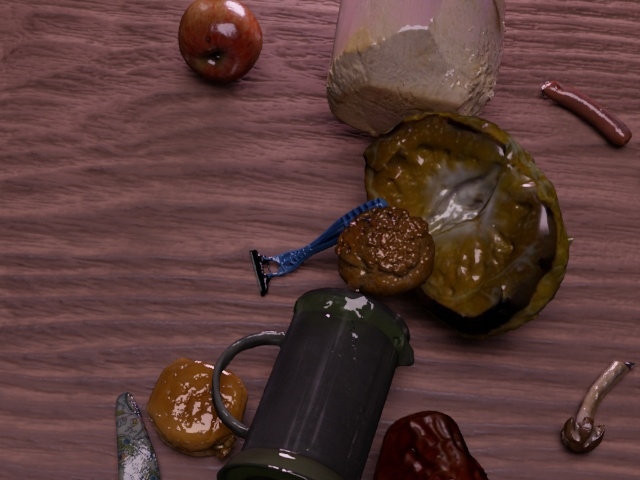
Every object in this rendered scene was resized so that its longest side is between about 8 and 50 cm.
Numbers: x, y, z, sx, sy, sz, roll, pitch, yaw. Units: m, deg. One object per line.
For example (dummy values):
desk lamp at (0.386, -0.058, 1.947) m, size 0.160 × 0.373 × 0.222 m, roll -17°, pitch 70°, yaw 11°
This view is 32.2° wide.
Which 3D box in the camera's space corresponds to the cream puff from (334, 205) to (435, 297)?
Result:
cream puff at (0.096, 0.009, 1.624) m, size 0.150 × 0.115 × 0.165 m, roll -13°, pitch 24°, yaw -15°

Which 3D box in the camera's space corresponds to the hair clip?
hair clip at (-0.273, 0.330, 1.636) m, size 0.066 × 0.036 × 0.229 m, roll -7°, pitch 66°, yaw -14°

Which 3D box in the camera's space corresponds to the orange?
orange at (0.246, -0.036, 1.726) m, size 0.210 × 0.271 × 0.368 m, roll -6°, pitch 60°, yaw -52°

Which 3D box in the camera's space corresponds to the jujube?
jujube at (0.164, 0.387, 1.559) m, size 0.197 × 0.197 × 0.290 m, roll -6°, pitch 52°, yaw -6°

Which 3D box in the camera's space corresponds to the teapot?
teapot at (-0.022, 0.222, 1.598) m, size 0.270 × 0.200 × 0.337 m, roll 18°, pitch 56°, yaw 6°

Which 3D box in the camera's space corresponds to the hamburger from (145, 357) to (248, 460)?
hamburger at (-0.183, 0.251, 1.654) m, size 0.147 × 0.083 × 0.138 m, roll 18°, pitch 69°, yaw 8°

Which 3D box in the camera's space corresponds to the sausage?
sausage at (0.466, -0.224, 1.933) m, size 0.177 × 0.040 × 0.047 m, roll 39°, pitch 75°, yaw 14°

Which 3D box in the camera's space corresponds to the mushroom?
mushroom at (0.432, 0.248, 1.709) m, size 0.060 × 0.061 × 0.187 m, roll 30°, pitch 63°, yaw 15°

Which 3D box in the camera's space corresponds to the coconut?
coconut at (0.164, -0.337, 1.830) m, size 0.297 × 0.297 × 0.309 m, roll 11°, pitch 70°, yaw 2°

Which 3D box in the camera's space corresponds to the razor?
razor at (0.000, 0.000, 1.745) m, size 0.253 × 0.042 × 0.082 m, roll -30°, pitch 64°, yaw 25°

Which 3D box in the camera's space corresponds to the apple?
apple at (-0.172, -0.348, 1.896) m, size 0.146 × 0.146 × 0.131 m, roll 9°, pitch 47°, yaw 1°
